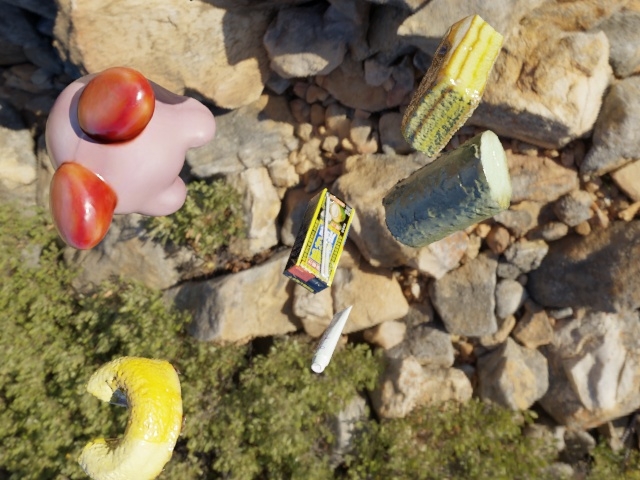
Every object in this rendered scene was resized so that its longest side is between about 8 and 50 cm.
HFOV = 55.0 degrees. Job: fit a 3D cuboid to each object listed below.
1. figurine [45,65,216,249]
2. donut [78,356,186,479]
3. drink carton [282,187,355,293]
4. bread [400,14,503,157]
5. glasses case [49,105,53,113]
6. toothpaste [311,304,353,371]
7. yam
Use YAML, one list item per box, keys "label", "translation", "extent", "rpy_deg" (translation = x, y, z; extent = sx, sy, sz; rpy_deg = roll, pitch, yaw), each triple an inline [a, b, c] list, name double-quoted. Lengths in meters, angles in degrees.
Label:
- label: "figurine"
  translation: [-0.322, -0.156, 0.951]
  extent: [0.211, 0.261, 0.270]
  rpy_deg: [31, 108, 12]
- label: "donut"
  translation: [-0.249, 0.229, 0.805]
  extent: [0.146, 0.181, 0.078]
  rpy_deg: [-21, 141, 24]
- label: "drink carton"
  translation: [0.000, 0.000, 1.017]
  extent: [0.071, 0.166, 0.056]
  rpy_deg: [32, 142, -18]
- label: "bread"
  translation: [0.249, -0.304, 1.194]
  extent: [0.110, 0.234, 0.184]
  rpy_deg: [30, 142, -5]
- label: "glasses case"
  translation: [-0.584, -0.281, 1.419]
  extent: [0.081, 0.204, 0.051]
  rpy_deg: [-36, 131, -1]
- label: "toothpaste"
  translation: [0.023, 0.195, 1.259]
  extent: [0.052, 0.218, 0.033]
  rpy_deg: [-32, 102, 27]
- label: "yam"
  translation: [0.280, -0.101, 1.312]
  extent: [0.168, 0.168, 0.304]
  rpy_deg: [42, 143, -15]
